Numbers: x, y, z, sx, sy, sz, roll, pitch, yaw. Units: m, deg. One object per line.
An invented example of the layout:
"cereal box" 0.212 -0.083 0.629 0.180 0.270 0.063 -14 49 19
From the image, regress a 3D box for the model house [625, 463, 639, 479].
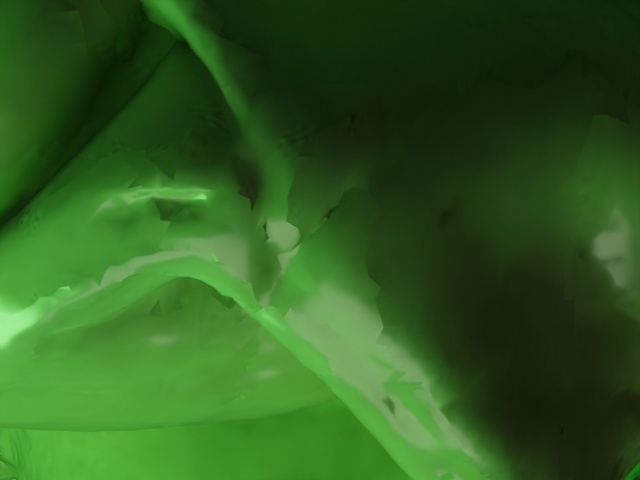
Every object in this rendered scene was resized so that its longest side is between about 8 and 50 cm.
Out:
"model house" 0.069 0.165 1.206 0.357 0.242 0.313 -35 177 0

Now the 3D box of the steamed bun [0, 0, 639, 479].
"steamed bun" -0.027 0.005 0.536 0.367 0.255 0.342 5 -165 -25
